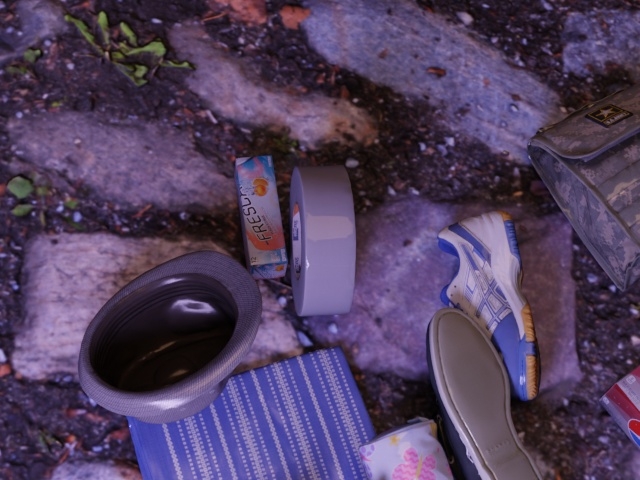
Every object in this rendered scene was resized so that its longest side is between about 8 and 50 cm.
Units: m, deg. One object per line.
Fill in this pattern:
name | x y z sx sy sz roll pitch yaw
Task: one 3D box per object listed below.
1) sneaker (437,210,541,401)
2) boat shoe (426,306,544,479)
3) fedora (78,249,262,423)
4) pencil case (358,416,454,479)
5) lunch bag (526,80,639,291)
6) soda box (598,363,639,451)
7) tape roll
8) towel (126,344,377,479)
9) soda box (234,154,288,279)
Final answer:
sneaker | 0.250 0.105 1.907 0.131 0.112 0.296 -12 65 7
boat shoe | 0.216 0.267 1.814 0.127 0.113 0.340 -16 75 -36
fedora | -0.198 0.156 1.784 0.275 0.124 0.244 -40 51 -18
pencil case | 0.148 0.380 1.732 0.124 0.113 0.273 -17 79 -23
lunch bag | 0.490 -0.111 1.986 0.235 0.169 0.287 -28 65 -14
soda box | 0.528 0.299 1.845 0.083 0.092 0.263 -32 74 -20
tape roll | 0.000 0.000 1.845 0.072 0.219 0.219 -2 66 -8
towel | -0.086 0.302 1.808 0.336 0.040 0.243 -15 67 -15
soda box | -0.092 -0.035 1.935 0.058 0.063 0.183 -6 67 -9
